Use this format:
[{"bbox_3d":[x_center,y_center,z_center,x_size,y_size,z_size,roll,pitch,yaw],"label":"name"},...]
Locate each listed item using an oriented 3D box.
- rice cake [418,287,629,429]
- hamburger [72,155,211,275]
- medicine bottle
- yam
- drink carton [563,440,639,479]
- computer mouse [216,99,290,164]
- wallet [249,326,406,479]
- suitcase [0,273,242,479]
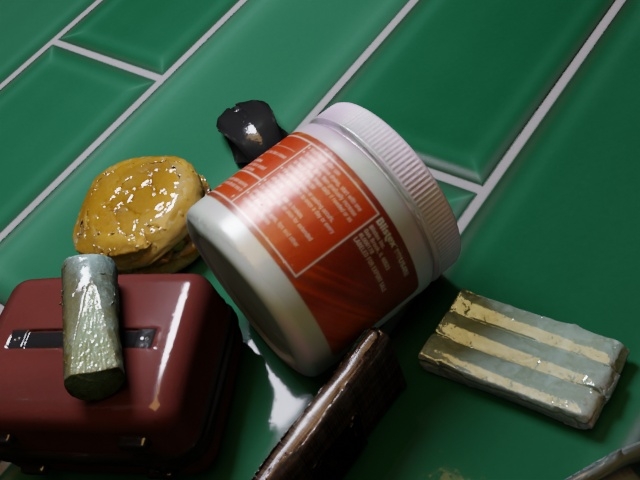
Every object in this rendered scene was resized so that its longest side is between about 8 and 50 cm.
[{"bbox_3d":[0.234,0.135,0.915,0.211,0.038,0.124,23,62,30],"label":"rice cake"},{"bbox_3d":[-0.255,-0.034,1.167,0.213,0.108,0.214,-12,50,15],"label":"hamburger"},{"bbox_3d":[0.000,0.000,0.957,0.241,0.252,0.252,-38,51,-13],"label":"medicine bottle"},{"bbox_3d":[-0.254,0.089,0.874,0.068,0.068,0.169,-20,48,2],"label":"yam"},{"bbox_3d":[0.258,0.307,0.683,0.185,0.191,0.190,-23,56,-4],"label":"drink carton"},{"bbox_3d":[-0.115,-0.183,1.268,0.099,0.057,0.172,-31,47,-5],"label":"computer mouse"},{"bbox_3d":[0.013,0.213,0.866,0.042,0.124,0.230,20,60,35],"label":"wallet"},{"bbox_3d":[-0.258,0.161,0.971,0.297,0.161,0.236,-4,50,16],"label":"suitcase"}]
